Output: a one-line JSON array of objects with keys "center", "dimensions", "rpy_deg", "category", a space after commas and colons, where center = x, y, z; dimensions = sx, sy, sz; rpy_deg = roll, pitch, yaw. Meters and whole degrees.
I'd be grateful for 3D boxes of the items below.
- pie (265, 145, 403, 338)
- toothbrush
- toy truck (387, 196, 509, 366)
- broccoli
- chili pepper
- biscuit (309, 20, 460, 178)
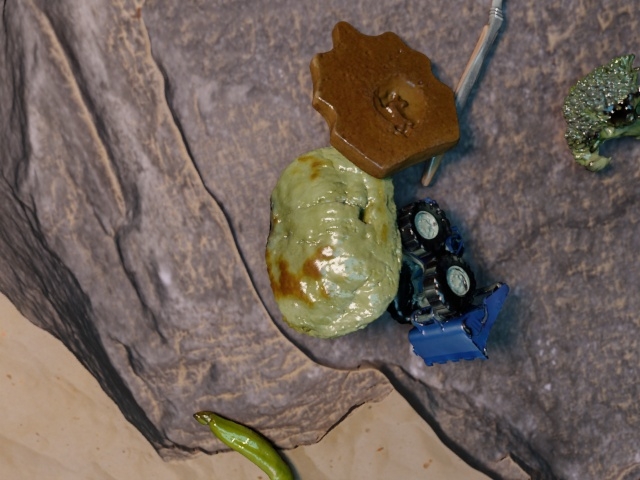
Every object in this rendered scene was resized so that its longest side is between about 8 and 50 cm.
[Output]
[{"center": [0.000, 0.000, 0.571], "dimensions": [0.200, 0.090, 0.248], "rpy_deg": [-15, 70, 32], "category": "pie"}, {"center": [0.211, -0.249, 0.598], "dimensions": [0.037, 0.028, 0.376], "rpy_deg": [21, 98, -9], "category": "toothbrush"}, {"center": [0.154, 0.052, 0.596], "dimensions": [0.126, 0.113, 0.208], "rpy_deg": [-19, 83, -34], "category": "toy truck"}, {"center": [0.411, -0.157, 0.582], "dimensions": [0.203, 0.118, 0.123], "rpy_deg": [7, 68, -16], "category": "broccoli"}, {"center": [-0.103, 0.321, 0.690], "dimensions": [0.208, 0.043, 0.049], "rpy_deg": [46, 122, -1], "category": "chili pepper"}, {"center": [0.072, -0.188, 0.574], "dimensions": [0.182, 0.034, 0.215], "rpy_deg": [-24, 77, -19], "category": "biscuit"}]
